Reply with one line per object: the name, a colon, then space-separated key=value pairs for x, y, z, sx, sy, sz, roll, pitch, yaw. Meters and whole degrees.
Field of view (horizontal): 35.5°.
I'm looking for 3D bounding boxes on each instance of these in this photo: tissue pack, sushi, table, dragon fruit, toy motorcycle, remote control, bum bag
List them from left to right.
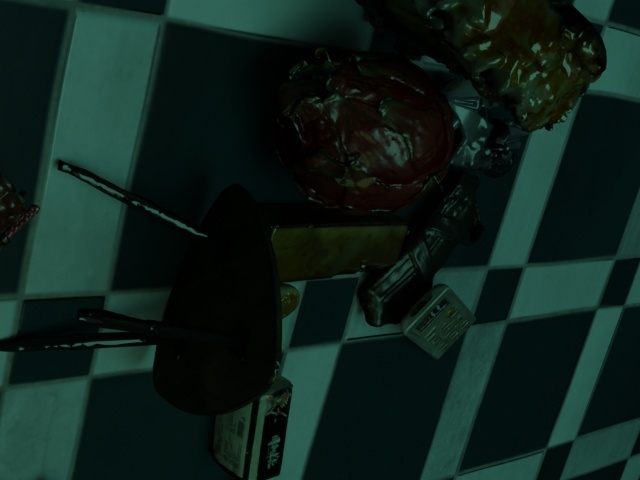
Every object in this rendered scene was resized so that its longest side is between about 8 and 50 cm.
table: x=-0.229 y=0.049 z=1.250 sx=0.249 sy=0.317 sz=0.317 roll=15 pitch=101 yaw=-34
tissue pack: x=-0.110 y=0.287 z=1.570 sx=0.090 sy=0.103 sz=0.170 roll=-13 pitch=121 yaw=-46
dragon fruit: x=0.055 y=-0.146 z=1.386 sx=0.299 sy=0.244 sz=0.244 roll=20 pitch=97 yaw=-46
bum bag: x=0.190 y=0.025 z=1.744 sx=0.326 sy=0.079 sz=0.142 roll=-50 pitch=136 yaw=-9
remote control: x=0.208 y=0.142 z=1.794 sx=0.109 sy=0.055 sz=0.313 roll=-45 pitch=157 yaw=2
sushi: x=0.192 y=-0.303 z=1.330 sx=0.176 sy=0.417 sz=0.417 roll=-51 pitch=140 yaw=5
toy motorcycle: x=0.255 y=-0.188 z=1.673 sx=0.270 sy=0.106 sz=0.159 roll=4 pitch=115 yaw=-42

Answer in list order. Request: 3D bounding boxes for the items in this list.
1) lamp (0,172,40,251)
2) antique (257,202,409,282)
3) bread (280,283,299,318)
lamp: x=-0.434 y=0.013 z=1.081 sx=0.253 sy=0.118 sz=0.118 roll=-47 pitch=137 yaw=-17
antique: x=0.000 y=0.000 z=1.531 sx=0.310 sy=0.087 sz=0.093 roll=-3 pitch=116 yaw=-45
bread: x=-0.126 y=0.102 z=1.487 sx=0.214 sy=0.053 sz=0.073 roll=-9 pitch=114 yaw=-40
